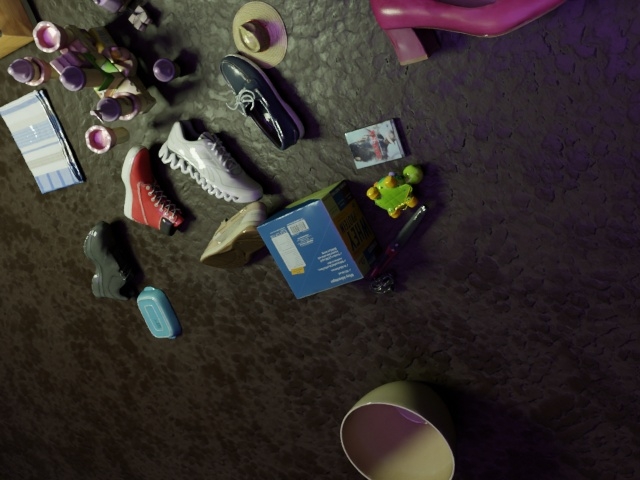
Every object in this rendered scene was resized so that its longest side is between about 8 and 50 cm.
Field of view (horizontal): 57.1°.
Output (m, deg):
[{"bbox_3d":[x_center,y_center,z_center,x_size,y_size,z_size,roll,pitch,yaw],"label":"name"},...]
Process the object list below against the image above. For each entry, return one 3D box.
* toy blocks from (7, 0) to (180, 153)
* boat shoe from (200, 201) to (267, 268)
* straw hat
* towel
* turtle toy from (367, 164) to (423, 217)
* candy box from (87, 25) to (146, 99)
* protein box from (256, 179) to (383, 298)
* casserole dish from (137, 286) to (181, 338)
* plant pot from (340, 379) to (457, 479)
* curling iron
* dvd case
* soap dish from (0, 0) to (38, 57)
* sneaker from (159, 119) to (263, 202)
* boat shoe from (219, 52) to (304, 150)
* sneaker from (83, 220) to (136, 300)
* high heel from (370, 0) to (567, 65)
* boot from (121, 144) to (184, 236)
[{"bbox_3d":[-0.515,-0.391,1.322,0.309,0.260,0.288,-42,95,17],"label":"toy blocks"},{"bbox_3d":[-0.220,-0.008,1.521,0.109,0.098,0.302,15,151,-28],"label":"boat shoe"},{"bbox_3d":[-0.146,-0.442,1.277,0.145,0.061,0.144,12,120,22],"label":"straw hat"},{"bbox_3d":[-0.823,-0.283,1.728,0.209,0.034,0.284,-8,111,31],"label":"towel"},{"bbox_3d":[0.169,-0.114,1.278,0.095,0.066,0.130,39,127,-24],"label":"turtle toy"},{"bbox_3d":[-0.540,-0.431,1.493,0.109,0.053,0.186,-28,101,34],"label":"candy box"},{"bbox_3d":[0.000,0.000,1.382,0.200,0.136,0.201,-22,103,34],"label":"protein box"},{"bbox_3d":[-0.507,0.233,1.828,0.114,0.037,0.188,-9,111,31],"label":"casserole dish"},{"bbox_3d":[0.217,0.464,1.475,0.284,0.191,0.283,11,119,22],"label":"plant pot"},{"bbox_3d":[0.184,0.022,1.361,0.068,0.035,0.273,29,125,7],"label":"curling iron"},{"bbox_3d":[0.120,-0.211,1.288,0.120,0.013,0.087,-11,109,30],"label":"dvd case"},{"bbox_3d":[-0.909,-0.599,1.557,0.291,0.118,0.228,-11,109,30],"label":"soap dish"},{"bbox_3d":[-0.263,-0.192,1.446,0.292,0.110,0.118,31,116,9],"label":"sneaker"},{"bbox_3d":[-0.146,-0.310,1.327,0.254,0.079,0.095,51,146,-5],"label":"boat shoe"},{"bbox_3d":[-0.622,0.066,1.772,0.130,0.109,0.286,14,130,13],"label":"sneaker"},{"bbox_3d":[0.258,-0.443,1.020,0.378,0.127,0.181,-12,119,35],"label":"high heel"},{"bbox_3d":[-0.437,-0.129,1.577,0.176,0.088,0.244,25,132,14],"label":"boot"}]
